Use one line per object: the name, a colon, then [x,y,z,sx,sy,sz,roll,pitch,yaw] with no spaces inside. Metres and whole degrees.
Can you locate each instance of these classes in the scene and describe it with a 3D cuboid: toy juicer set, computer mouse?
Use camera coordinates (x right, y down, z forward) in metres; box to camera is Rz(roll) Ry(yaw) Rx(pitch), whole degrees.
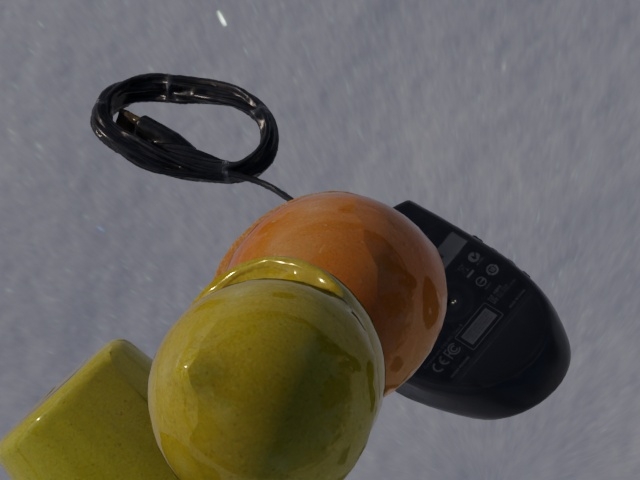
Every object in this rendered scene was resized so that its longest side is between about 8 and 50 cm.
toy juicer set: [-0.061,0.100,0.451,0.089,0.329,0.209,49,128,-4]
computer mouse: [0.000,0.000,0.815,0.242,0.041,0.071,35,72,27]
